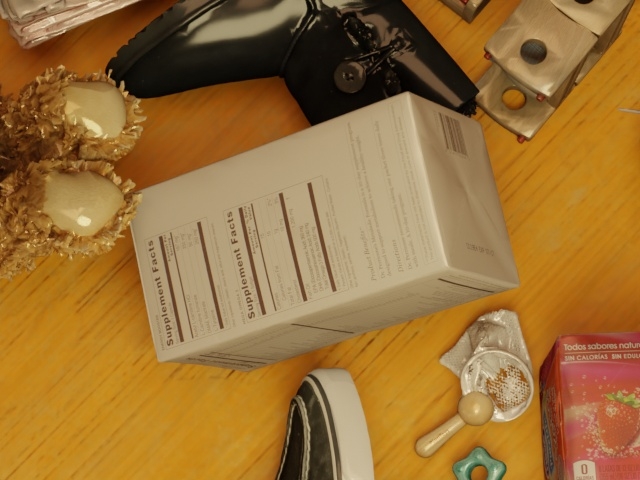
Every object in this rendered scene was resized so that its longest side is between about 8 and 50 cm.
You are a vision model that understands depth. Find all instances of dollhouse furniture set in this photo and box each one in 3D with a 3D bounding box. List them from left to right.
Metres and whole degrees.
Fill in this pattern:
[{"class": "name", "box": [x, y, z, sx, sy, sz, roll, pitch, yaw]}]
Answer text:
[{"class": "dollhouse furniture set", "box": [0.138, -0.193, 1.540, 0.184, 0.129, 0.129, 39, 79, 8]}]

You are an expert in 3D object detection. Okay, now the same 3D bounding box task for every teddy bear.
[{"class": "teddy bear", "box": [-0.285, -0.026, 1.476, 0.338, 0.113, 0.245, -25, 56, 6]}]

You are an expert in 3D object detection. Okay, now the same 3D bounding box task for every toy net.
[{"class": "toy net", "box": [0.123, 0.162, 1.477, 0.122, 0.045, 0.232, 11, 78, 24]}]

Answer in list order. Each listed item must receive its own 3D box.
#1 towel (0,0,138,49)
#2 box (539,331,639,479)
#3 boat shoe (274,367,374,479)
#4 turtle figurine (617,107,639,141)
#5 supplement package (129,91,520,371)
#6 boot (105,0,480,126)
[{"class": "towel", "box": [-0.165, -0.355, 1.593, 0.317, 0.053, 0.332, -25, 69, -5]}, {"class": "box", "box": [0.299, 0.135, 1.459, 0.257, 0.128, 0.122, -2, 76, -1]}, {"class": "boat shoe", "box": [-0.024, 0.245, 1.438, 0.105, 0.113, 0.306, 4, 85, -14]}, {"class": "turtle figurine", "box": [0.341, -0.082, 1.526, 0.234, 0.118, 0.175, 11, 35, 1]}, {"class": "supplement package", "box": [0.000, 0.000, 1.438, 0.244, 0.139, 0.134, -19, 75, 24]}, {"class": "boot", "box": [-0.022, -0.121, 1.536, 0.246, 0.094, 0.207, -32, 89, 9]}]
